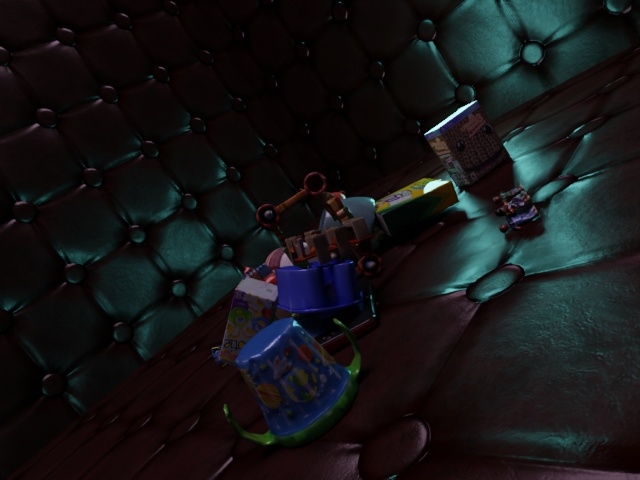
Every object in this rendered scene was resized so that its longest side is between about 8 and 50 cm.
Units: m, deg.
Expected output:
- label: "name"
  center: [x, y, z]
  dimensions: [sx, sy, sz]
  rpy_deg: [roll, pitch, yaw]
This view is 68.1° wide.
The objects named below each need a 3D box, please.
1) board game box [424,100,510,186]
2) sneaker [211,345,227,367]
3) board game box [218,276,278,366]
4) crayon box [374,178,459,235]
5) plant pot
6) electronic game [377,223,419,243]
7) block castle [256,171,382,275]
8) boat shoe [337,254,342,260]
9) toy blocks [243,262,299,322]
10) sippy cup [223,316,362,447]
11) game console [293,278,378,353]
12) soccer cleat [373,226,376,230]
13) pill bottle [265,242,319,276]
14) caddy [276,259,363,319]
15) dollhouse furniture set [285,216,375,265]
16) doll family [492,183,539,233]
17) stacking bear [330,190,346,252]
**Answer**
- label: "board game box"
  center: [0.653, -0.425, 2.115]
  dimensions: [0.232, 0.291, 0.141]
  rpy_deg: [-37, 9, -10]
- label: "sneaker"
  center: [-0.423, 0.473, 2.019]
  dimensions: [0.069, 0.082, 0.209]
  rpy_deg: [-38, 8, -10]
- label: "board game box"
  center: [-0.245, 0.290, 1.657]
  dimensions: [0.144, 0.142, 0.275]
  rpy_deg: [-70, -5, -75]
- label: "crayon box"
  center: [0.380, -0.157, 2.049]
  dimensions: [0.313, 0.106, 0.363]
  rpy_deg: [-27, 11, -2]
- label: "plant pot"
  center: [0.102, -0.064, 2.073]
  dimensions: [0.290, 0.196, 0.290]
  rpy_deg: [-169, 90, -83]
- label: "electronic game"
  center: [0.348, -0.057, 2.082]
  dimensions: [0.229, 0.048, 0.229]
  rpy_deg: [-34, 8, 6]
- label: "block castle"
  center: [0.000, 0.000, 1.787]
  dimensions: [0.303, 0.453, 0.213]
  rpy_deg: [-35, 2, -5]
- label: "boat shoe"
  center: [0.055, 0.091, 2.327]
  dimensions: [0.066, 0.063, 0.184]
  rpy_deg: [-25, 14, 49]
- label: "toy blocks"
  center: [-0.219, 0.214, 2.043]
  dimensions: [0.191, 0.260, 0.381]
  rpy_deg: [-37, 9, -11]
- label: "sippy cup"
  center: [-0.070, 0.311, 1.100]
  dimensions: [0.240, 0.224, 0.305]
  rpy_deg: [-27, 12, 44]
- label: "game console"
  center: [0.024, 0.265, 1.535]
  dimensions: [0.342, 0.060, 0.386]
  rpy_deg: [-34, 9, 10]
- label: "soccer cleat"
  center: [0.210, -0.035, 2.416]
  dimensions: [0.179, 0.060, 0.072]
  rpy_deg: [-34, -9, -13]
- label: "pill bottle"
  center: [-0.106, 0.127, 2.219]
  dimensions: [0.224, 0.224, 0.392]
  rpy_deg: [-38, 9, -21]
- label: "caddy"
  center: [-0.011, 0.165, 1.523]
  dimensions: [0.242, 0.179, 0.341]
  rpy_deg: [-9, 1, -21]
- label: "dollhouse furniture set"
  center: [0.041, 0.023, 1.564]
  dimensions: [0.259, 0.135, 0.262]
  rpy_deg: [-19, 6, -22]
- label: "doll family"
  center: [0.562, -0.091, 1.391]
  dimensions: [0.111, 0.076, 0.193]
  rpy_deg: [-27, 14, 20]
- label: "stacking bear"
  center: [0.088, -0.091, 2.295]
  dimensions: [0.176, 0.288, 0.164]
  rpy_deg: [-8, 12, 7]
